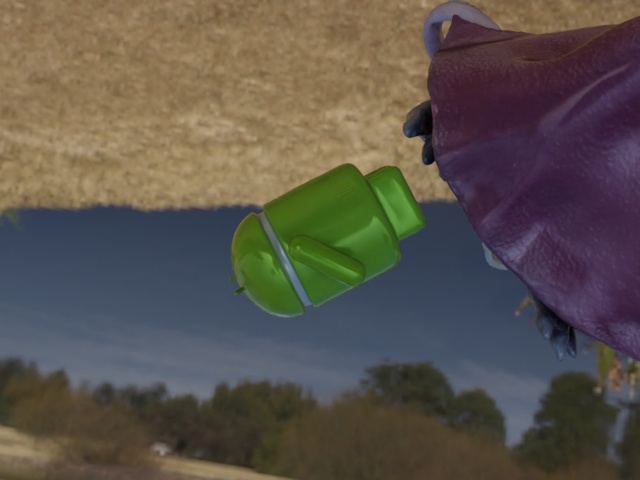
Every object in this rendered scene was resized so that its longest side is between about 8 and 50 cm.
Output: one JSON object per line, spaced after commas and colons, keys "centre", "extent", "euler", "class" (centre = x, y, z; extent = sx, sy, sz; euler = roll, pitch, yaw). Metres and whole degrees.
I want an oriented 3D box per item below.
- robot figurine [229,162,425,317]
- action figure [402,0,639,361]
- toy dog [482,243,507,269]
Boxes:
{"centre": [0.000, 0.000, 0.639], "extent": [0.115, 0.067, 0.101], "euler": [-28, -172, -3], "class": "robot figurine"}
{"centre": [0.243, -0.100, 0.608], "extent": [0.248, 0.276, 0.370], "euler": [41, 119, -18], "class": "action figure"}
{"centre": [0.327, 0.019, 1.044], "extent": [0.333, 0.161, 0.220], "euler": [9, 136, -11], "class": "toy dog"}
